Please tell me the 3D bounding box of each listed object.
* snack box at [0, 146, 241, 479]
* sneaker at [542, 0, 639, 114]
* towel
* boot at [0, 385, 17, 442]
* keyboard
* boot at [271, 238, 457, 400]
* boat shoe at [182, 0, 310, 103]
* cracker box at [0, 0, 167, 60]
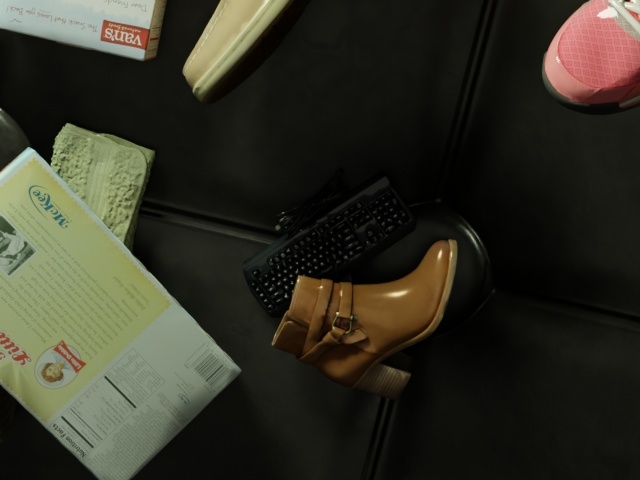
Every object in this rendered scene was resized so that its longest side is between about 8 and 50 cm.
[{"bbox_3d":[-0.256,0.084,1.194,0.187,0.060,0.322,-43,107,-9],"label":"snack box"},{"bbox_3d":[0.330,-0.238,1.051,0.314,0.136,0.116,-34,68,-5],"label":"sneaker"},{"bbox_3d":[-0.243,-0.043,1.234,0.110,0.027,0.148,16,103,0],"label":"towel"},{"bbox_3d":[-0.443,0.107,1.247,0.207,0.090,0.248,-9,94,4],"label":"boot"},{"bbox_3d":[0.000,0.000,1.227,0.192,0.038,0.100,-34,98,8],"label":"keyboard"},{"bbox_3d":[0.047,0.064,1.219,0.152,0.073,0.197,24,103,-4],"label":"boot"},{"bbox_3d":[-0.044,-0.292,1.131,0.110,0.121,0.341,34,92,0],"label":"boat shoe"},{"bbox_3d":[-0.222,-0.308,1.155,0.156,0.067,0.232,14,102,0],"label":"cracker box"}]
